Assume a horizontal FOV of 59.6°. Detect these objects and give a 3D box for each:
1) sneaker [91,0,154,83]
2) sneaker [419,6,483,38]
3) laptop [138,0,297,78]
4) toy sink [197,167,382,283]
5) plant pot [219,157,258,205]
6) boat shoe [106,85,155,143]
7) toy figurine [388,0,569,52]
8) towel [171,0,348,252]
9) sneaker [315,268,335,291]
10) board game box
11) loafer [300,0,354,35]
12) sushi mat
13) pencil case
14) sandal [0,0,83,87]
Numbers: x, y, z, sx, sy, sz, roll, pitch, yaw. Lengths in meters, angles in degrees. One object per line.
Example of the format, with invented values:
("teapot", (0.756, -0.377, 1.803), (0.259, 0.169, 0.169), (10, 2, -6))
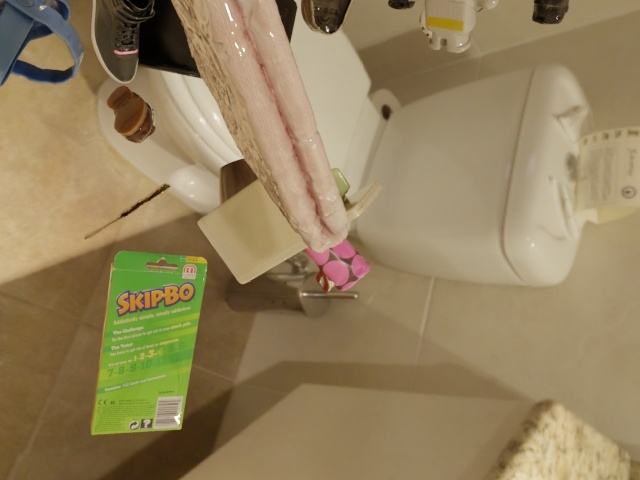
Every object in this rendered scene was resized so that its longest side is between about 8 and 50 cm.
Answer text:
("sneaker", (-0.438, -0.483, 1.253), (0.104, 0.147, 0.296), (-21, 132, -36))
("sneaker", (0.288, -0.459, 1.004), (0.086, 0.132, 0.229), (42, 78, -19))
("laptop", (-0.297, -0.593, 1.566), (0.407, 0.236, 0.382), (11, 81, -1))
("toy sink", (-0.046, -0.061, 0.863), (0.131, 0.234, 0.153), (56, 28, -8))
("plant pot", (-0.205, -0.113, 1.613), (0.215, 0.215, 0.231), (-18, 88, -46))
("boat shoe", (-0.335, -0.224, 1.024), (0.073, 0.207, 0.073), (-40, 129, 2))
("toy figurine", (0.183, -0.344, 0.654), (0.148, 0.209, 0.213), (77, -6, -49))
("towel", (-0.094, -0.190, 0.449), (0.053, 0.332, 0.317), (-27, 135, -4))
("sneaker", (0.063, 0.067, 1.660), (0.128, 0.221, 0.087), (-34, 81, -24))
("board game box", (-0.236, 0.140, 0.771), (0.124, 0.039, 0.260), (6, 104, -27))
("loafer", (0.016, -0.229, 0.437), (0.148, 0.056, 0.050), (96, -16, -45))
("sushi mat", (-0.504, -0.070, 1.433), (0.151, 0.316, 0.019), (-44, 107, -35))
("pencil case", (0.000, 0.000, 1.058), (0.095, 0.098, 0.209), (-41, 90, -14))
("sandal", (-0.386, -0.223, 0.605), (0.138, 0.126, 0.317), (53, 43, -1))
